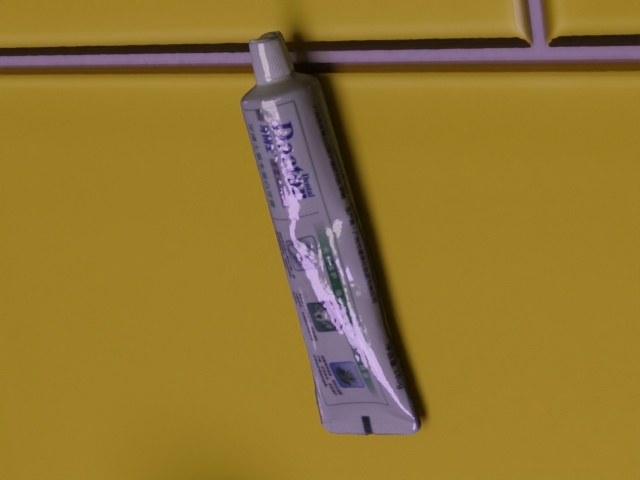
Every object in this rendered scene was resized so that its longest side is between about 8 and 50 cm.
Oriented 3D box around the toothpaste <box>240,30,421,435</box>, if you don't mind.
[{"bbox_3d":[0.000,0.000,0.927,0.064,0.041,0.218,-4,108,37],"label":"toothpaste"}]
